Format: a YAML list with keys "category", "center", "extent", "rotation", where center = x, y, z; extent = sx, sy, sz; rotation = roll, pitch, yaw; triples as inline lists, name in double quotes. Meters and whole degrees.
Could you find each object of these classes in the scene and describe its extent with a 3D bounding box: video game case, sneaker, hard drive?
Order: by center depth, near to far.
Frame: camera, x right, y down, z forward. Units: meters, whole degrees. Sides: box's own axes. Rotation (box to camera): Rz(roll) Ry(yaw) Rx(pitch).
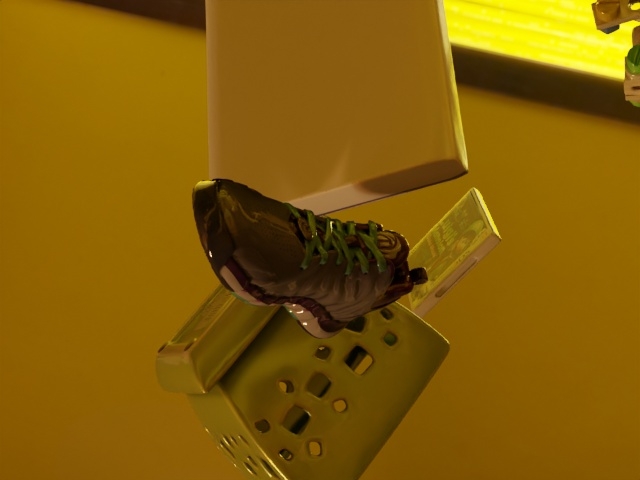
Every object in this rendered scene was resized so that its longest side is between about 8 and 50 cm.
- category: "sneaker"
  center: [0.000, 0.000, 0.621]
  extent: [0.223, 0.098, 0.083]
  rotation: [37, 34, -64]
- category: "hard drive"
  center: [0.000, -0.175, 0.792]
  extent: [0.040, 0.210, 0.319]
  rotation: [36, 44, -56]
- category: "video game case"
  center: [0.196, 0.016, 1.458]
  extent: [0.173, 0.022, 0.190]
  rotation: [-46, -164, 17]

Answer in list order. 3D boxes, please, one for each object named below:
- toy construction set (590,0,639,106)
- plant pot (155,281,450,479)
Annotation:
- category: "toy construction set"
  center: [0.491, -0.243, 1.124]
  extent: [0.151, 0.327, 0.215]
  rotation: [28, 61, -52]
- category: "plant pot"
  center: [-0.037, 0.131, 1.017]
  extent: [0.228, 0.207, 0.227]
  rotation: [-49, -169, -20]
